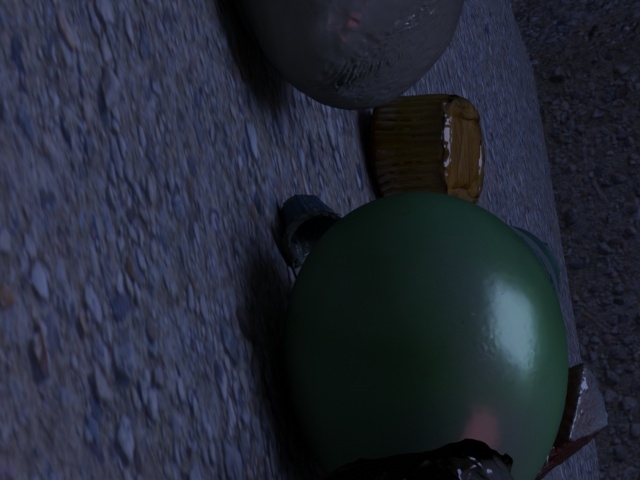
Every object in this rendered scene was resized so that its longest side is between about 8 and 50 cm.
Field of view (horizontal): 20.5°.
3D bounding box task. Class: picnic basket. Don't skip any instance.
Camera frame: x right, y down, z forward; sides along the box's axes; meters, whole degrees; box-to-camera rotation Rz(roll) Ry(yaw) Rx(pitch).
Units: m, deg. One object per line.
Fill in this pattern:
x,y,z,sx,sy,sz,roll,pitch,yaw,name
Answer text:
0.000,0.000,1.469,0.083,0.065,0.083,63,2,-62,picnic basket

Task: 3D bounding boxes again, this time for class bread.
0.116,-0.097,1.965,0.190,0.114,0.132,6,82,-68,bread

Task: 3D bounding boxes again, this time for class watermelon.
0.155,0.200,1.572,0.094,0.241,0.154,55,17,8,watermelon

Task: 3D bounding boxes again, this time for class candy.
0.040,-0.248,1.517,0.295,0.185,0.296,6,83,-59,candy

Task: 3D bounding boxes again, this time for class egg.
0.083,0.096,1.369,0.220,0.220,0.270,-51,129,-74,egg

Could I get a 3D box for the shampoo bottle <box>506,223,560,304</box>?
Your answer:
0.205,0.072,2.087,0.349,0.151,0.222,-43,114,-75,shampoo bottle

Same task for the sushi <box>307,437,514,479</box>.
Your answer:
0.038,0.240,1.111,0.196,0.182,0.343,71,17,2,sushi
